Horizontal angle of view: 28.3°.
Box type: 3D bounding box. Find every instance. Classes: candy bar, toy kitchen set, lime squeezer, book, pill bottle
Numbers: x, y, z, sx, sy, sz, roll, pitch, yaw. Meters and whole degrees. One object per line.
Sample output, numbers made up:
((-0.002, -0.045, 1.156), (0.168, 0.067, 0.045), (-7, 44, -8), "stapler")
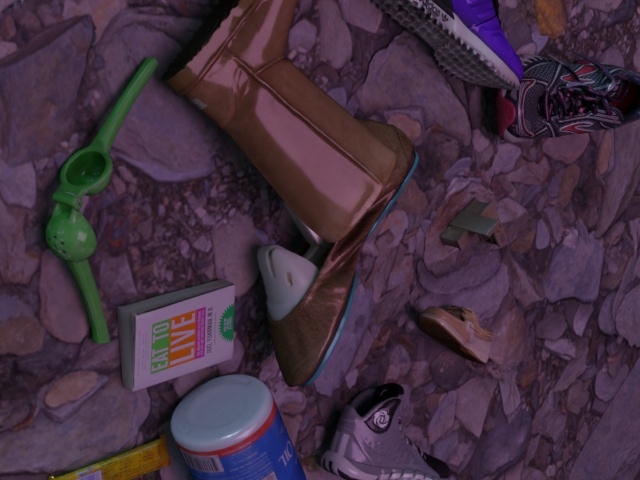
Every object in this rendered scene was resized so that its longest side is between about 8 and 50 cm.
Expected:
((-0.233, 0.257, 1.416), (0.161, 0.018, 0.040), (-15, 108, -40), "candy bar")
((0.225, -0.001, 1.746), (0.083, 0.068, 0.075), (-46, 129, -24), "toy kitchen set")
((-0.227, -0.041, 1.311), (0.110, 0.059, 0.310), (6, 97, -44), "lime squeezer")
((-0.160, 0.106, 1.437), (0.144, 0.035, 0.096), (-16, 117, -42), "book")
((-0.083, 0.277, 1.492), (0.124, 0.124, 0.221), (-39, 127, -29), "pill bottle")

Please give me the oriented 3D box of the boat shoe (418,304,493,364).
((0.190, 0.118, 1.758), (0.170, 0.063, 0.059), (39, 72, -53), "boat shoe")

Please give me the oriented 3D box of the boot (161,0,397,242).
((-0.013, -0.169, 1.412), (0.269, 0.089, 0.236), (41, 85, -24), "boot")

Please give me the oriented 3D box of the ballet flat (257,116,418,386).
((0.000, 0.000, 1.514), (0.124, 0.116, 0.342), (32, 78, -25), "ballet flat")

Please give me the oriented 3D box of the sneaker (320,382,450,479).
((0.107, 0.260, 1.700), (0.228, 0.086, 0.132), (16, 88, -44), "sneaker")

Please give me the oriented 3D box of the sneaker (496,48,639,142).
((0.357, -0.205, 1.786), (0.299, 0.112, 0.121), (-16, 112, -39), "sneaker")

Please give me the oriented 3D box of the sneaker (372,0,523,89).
((0.186, -0.303, 1.599), (0.293, 0.102, 0.146), (34, 77, -44), "sneaker")
